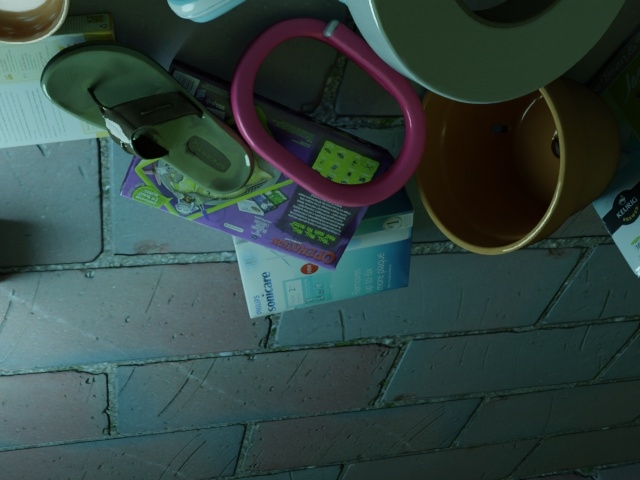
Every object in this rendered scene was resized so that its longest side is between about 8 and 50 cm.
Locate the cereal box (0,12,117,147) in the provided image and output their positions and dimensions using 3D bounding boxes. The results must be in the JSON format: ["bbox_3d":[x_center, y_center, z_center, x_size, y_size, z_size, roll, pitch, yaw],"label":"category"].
[{"bbox_3d":[-0.379,-0.202,1.009,0.240,0.047,0.173,-7,140,-10],"label":"cereal box"}]

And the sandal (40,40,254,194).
[{"bbox_3d":[-0.209,-0.151,1.000,0.302,0.086,0.120,30,114,-26],"label":"sandal"}]

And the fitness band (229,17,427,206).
[{"bbox_3d":[0.015,-0.173,1.064,0.290,0.054,0.209,35,91,-20],"label":"fitness band"}]

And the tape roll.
[{"bbox_3d":[0.202,-0.347,0.851,0.391,0.072,0.392,-13,123,-21],"label":"tape roll"}]

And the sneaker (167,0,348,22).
[{"bbox_3d":[-0.007,-0.311,0.898,0.319,0.127,0.208,-36,142,1],"label":"sneaker"}]

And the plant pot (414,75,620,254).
[{"bbox_3d":[0.310,-0.135,1.170,0.203,0.291,0.291,-9,145,-34],"label":"plant pot"}]

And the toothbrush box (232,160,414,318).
[{"bbox_3d":[0.000,0.000,1.334,0.295,0.126,0.216,-10,142,-6],"label":"toothbrush box"}]

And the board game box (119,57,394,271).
[{"bbox_3d":[-0.090,-0.100,1.129,0.346,0.056,0.208,21,107,-20],"label":"board game box"}]

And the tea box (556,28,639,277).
[{"bbox_3d":[0.586,-0.155,1.180,0.219,0.324,0.329,9,136,-29],"label":"tea box"}]

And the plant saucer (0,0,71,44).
[{"bbox_3d":[-0.366,-0.307,0.847,0.199,0.037,0.200,8,141,6],"label":"plant saucer"}]
